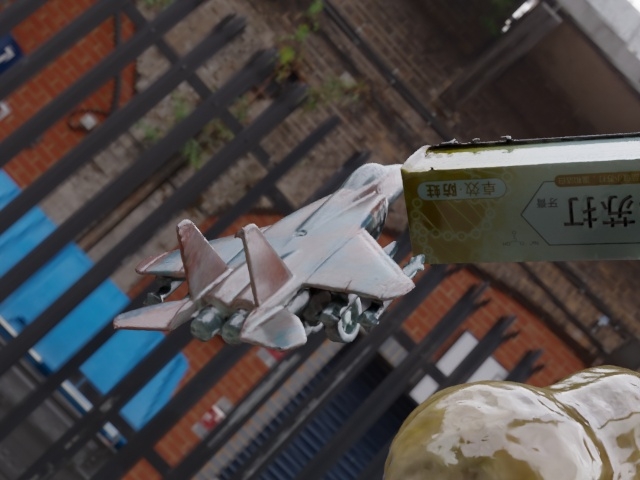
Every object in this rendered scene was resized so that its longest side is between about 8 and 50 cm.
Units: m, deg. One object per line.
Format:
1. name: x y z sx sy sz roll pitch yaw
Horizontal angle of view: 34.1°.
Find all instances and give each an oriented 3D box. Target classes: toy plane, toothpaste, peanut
1. toy plane: 0.001 0.007 0.787 0.223 0.326 0.104 4 -74 30
2. toothpaste: 0.221 -0.034 0.784 0.312 0.071 0.089 -2 -72 23
3. peanut: 0.086 0.089 0.392 0.192 0.089 0.089 3 20 -47
